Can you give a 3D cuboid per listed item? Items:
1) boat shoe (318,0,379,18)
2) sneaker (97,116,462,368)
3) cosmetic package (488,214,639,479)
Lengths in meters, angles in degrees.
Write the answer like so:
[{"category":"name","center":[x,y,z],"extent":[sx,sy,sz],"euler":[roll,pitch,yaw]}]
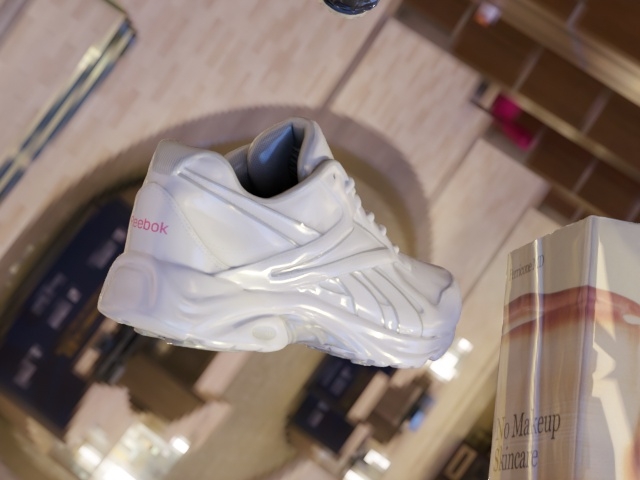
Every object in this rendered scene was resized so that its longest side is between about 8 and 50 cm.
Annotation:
[{"category":"boat shoe","center":[0.031,-0.179,0.824],"extent":[0.042,0.049,0.133],"euler":[138,-32,-74]},{"category":"sneaker","center":[0.000,0.000,0.805],"extent":[0.232,0.090,0.115],"euler":[8,95,-51]},{"category":"cosmetic package","center":[0.191,0.147,1.048],"extent":[0.153,0.129,0.296],"euler":[141,-43,-71]}]
